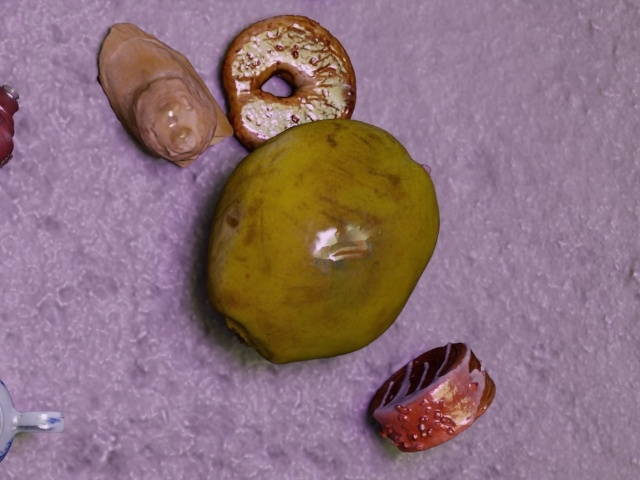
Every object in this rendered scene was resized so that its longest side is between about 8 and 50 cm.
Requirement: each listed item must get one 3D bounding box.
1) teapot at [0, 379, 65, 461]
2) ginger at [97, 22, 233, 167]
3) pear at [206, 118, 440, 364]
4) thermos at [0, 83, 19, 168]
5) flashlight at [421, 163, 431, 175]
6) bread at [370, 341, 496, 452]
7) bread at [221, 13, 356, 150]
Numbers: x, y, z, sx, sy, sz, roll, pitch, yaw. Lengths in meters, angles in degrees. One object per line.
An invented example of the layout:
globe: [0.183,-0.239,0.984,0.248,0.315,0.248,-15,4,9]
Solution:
teapot: [-0.394,0.197,1.675,0.232,0.159,0.159,5,81,-26]
ginger: [-0.197,-0.179,1.843,0.115,0.122,0.193,-40,93,-3]
pear: [0.000,0.000,1.838,0.321,0.269,0.269,-41,101,-25]
thermos: [-0.409,-0.090,1.721,0.099,0.124,0.232,45,60,-19]
flashlight: [0.124,-0.048,2.027,0.031,0.052,0.110,50,52,-52]
bread: [0.140,0.195,1.931,0.160,0.160,0.073,-38,103,-25]
bread: [-0.040,-0.193,1.949,0.193,0.064,0.193,2,83,-20]
